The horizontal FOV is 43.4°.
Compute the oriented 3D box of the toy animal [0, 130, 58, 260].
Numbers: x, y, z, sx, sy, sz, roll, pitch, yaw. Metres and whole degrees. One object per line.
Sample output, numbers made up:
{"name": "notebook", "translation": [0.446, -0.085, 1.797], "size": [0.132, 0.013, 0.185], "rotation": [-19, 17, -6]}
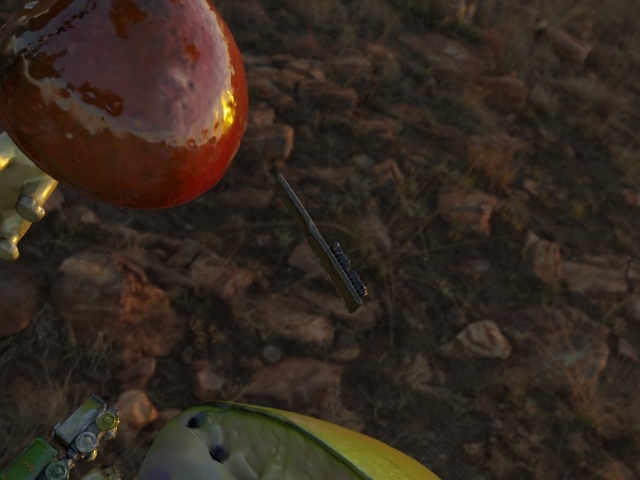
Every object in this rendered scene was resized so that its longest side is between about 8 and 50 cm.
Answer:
{"name": "toy animal", "translation": [-0.343, -0.086, 0.955], "size": [0.121, 0.233, 0.168], "rotation": [40, 33, -17]}

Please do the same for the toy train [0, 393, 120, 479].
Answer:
{"name": "toy train", "translation": [-0.375, 0.305, 1.161], "size": [0.081, 0.060, 0.202], "rotation": [36, 49, 7]}

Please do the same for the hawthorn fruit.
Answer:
{"name": "hawthorn fruit", "translation": [-0.130, -0.104, 0.550], "size": [0.173, 0.173, 0.173], "rotation": [17, 39, -14]}

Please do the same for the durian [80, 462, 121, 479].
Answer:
{"name": "durian", "translation": [-0.360, 0.489, 1.406], "size": [0.144, 0.139, 0.252], "rotation": [28, 8, -26]}

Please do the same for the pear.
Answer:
{"name": "pear", "translation": [0.011, 0.316, 0.697], "size": [0.165, 0.399, 0.399], "rotation": [-4, 48, -47]}

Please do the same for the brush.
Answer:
{"name": "brush", "translation": [0.000, 0.000, 1.262], "size": [0.036, 0.043, 0.248], "rotation": [-22, 71, -34]}
